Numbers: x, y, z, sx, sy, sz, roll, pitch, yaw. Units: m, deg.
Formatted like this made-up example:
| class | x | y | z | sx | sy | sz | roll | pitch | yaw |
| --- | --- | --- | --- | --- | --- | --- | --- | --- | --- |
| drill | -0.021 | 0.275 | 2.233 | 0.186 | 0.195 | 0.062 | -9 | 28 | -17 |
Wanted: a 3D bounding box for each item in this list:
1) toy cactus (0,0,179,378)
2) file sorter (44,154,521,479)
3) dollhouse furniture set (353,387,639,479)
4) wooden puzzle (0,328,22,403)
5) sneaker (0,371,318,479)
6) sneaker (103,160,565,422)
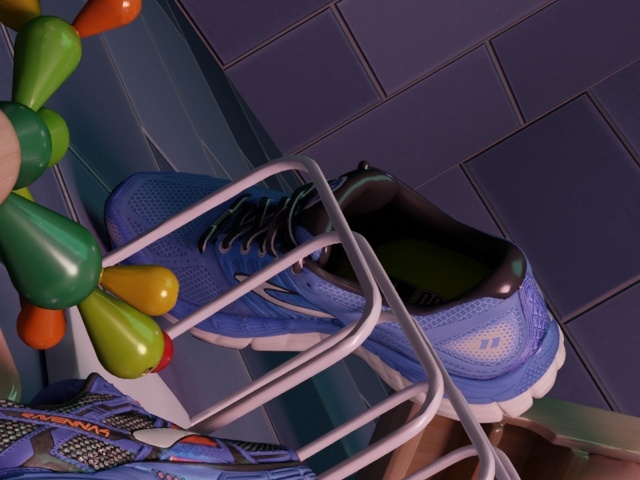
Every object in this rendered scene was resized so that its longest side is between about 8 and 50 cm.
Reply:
| class | x | y | z | sx | sy | sz | roll | pitch | yaw |
| --- | --- | --- | --- | --- | --- | --- | --- | --- | --- |
| toy cactus | -0.122 | -0.035 | 0.572 | 0.180 | 0.112 | 0.219 | -44 | 116 | -81 |
| file sorter | -0.002 | 0.120 | 0.782 | 0.277 | 0.173 | 0.193 | 56 | 5 | -34 |
| dollhouse furniture set | 0.192 | 0.280 | 1.106 | 0.256 | 0.362 | 0.394 | 14 | 22 | -15 |
| wooden puzzle | -0.198 | -0.052 | 0.525 | 0.221 | 0.044 | 0.238 | 62 | 5 | 25 |
| sneaker | -0.074 | 0.089 | 0.553 | 0.087 | 0.083 | 0.221 | 54 | 15 | 23 |
| sneaker | 0.000 | 0.000 | 0.937 | 0.330 | 0.130 | 0.147 | 15 | -37 | 24 |
